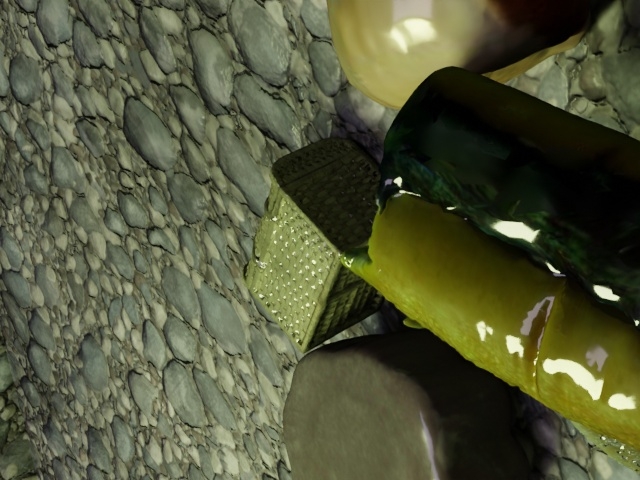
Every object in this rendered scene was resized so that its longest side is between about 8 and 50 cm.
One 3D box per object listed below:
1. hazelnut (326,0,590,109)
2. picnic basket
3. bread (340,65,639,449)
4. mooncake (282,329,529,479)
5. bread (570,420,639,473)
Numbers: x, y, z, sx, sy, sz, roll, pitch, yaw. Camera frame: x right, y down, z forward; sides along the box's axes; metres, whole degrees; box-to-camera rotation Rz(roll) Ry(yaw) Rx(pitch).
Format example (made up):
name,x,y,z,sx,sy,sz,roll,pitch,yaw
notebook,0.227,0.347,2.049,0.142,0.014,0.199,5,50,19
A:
name,x,y,z,sx,sy,sz,roll,pitch,yaw
hazelnut,0.119,-0.220,1.025,0.261,0.241,0.261,-170,90,-69
picnic basket,0.000,0.000,1.408,0.154,0.134,0.196,46,144,22
bread,0.198,0.017,0.863,0.376,0.251,0.208,26,103,43
mooncake,0.094,0.238,1.383,0.306,0.154,0.306,18,114,48
bread,0.314,0.139,1.039,0.267,0.040,0.267,23,143,18
